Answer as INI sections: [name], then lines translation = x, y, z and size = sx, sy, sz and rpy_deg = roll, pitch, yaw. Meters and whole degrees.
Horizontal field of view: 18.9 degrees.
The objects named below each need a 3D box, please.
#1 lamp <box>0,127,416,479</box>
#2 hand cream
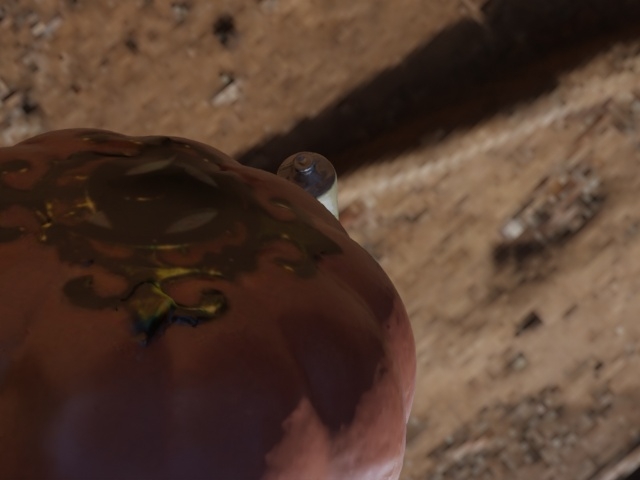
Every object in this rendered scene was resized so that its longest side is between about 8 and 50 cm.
[lamp]
translation = -0.103, 0.081, 1.004
size = 0.305, 0.305, 0.239
rpy_deg = -11, 129, -35
[hand cream]
translation = 0.000, 0.000, 1.182
size = 0.037, 0.057, 0.165
rpy_deg = -27, 146, -9
